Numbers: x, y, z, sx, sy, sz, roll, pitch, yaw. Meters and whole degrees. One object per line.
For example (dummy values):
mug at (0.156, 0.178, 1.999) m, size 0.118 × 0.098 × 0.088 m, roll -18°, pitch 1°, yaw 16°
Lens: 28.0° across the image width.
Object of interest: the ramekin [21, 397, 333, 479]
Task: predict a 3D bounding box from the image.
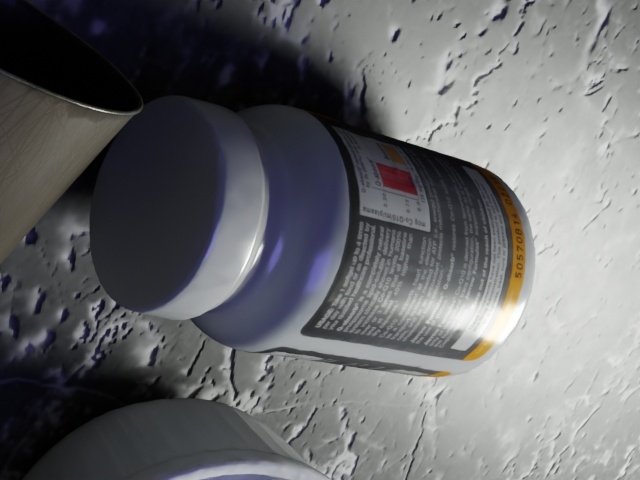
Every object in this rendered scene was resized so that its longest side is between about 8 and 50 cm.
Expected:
ramekin at (-0.105, 0.249, 0.934) m, size 0.277 × 0.135 × 0.277 m, roll -10°, pitch 114°, yaw -22°

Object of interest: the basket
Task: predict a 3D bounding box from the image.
basket at (-0.234, -0.026, 0.665) m, size 0.204 × 0.154 × 0.227 m, roll 22°, pitch 109°, yaw -43°

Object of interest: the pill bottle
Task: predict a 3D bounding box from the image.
pill bottle at (0.000, 0.000, 0.846) m, size 0.278 × 0.162 × 0.162 m, roll 14°, pitch 111°, yaw -43°
